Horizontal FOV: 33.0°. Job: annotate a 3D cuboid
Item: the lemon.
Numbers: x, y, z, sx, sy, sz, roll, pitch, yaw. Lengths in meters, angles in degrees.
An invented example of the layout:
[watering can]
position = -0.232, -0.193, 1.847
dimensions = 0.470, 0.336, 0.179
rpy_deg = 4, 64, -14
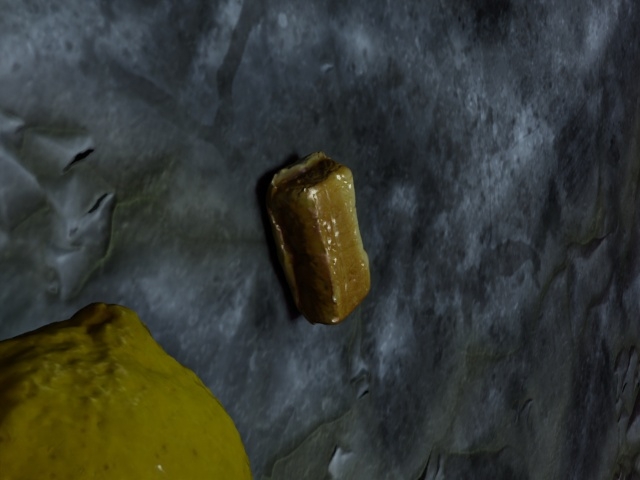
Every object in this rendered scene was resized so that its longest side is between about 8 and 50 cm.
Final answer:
[lemon]
position = -0.134, 0.158, 0.528
dimensions = 0.204, 0.204, 0.260
rpy_deg = 30, 77, -53

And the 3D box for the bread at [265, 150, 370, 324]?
[bread]
position = 0.000, 0.000, 0.851
dimensions = 0.074, 0.053, 0.132
rpy_deg = -41, 126, -42
